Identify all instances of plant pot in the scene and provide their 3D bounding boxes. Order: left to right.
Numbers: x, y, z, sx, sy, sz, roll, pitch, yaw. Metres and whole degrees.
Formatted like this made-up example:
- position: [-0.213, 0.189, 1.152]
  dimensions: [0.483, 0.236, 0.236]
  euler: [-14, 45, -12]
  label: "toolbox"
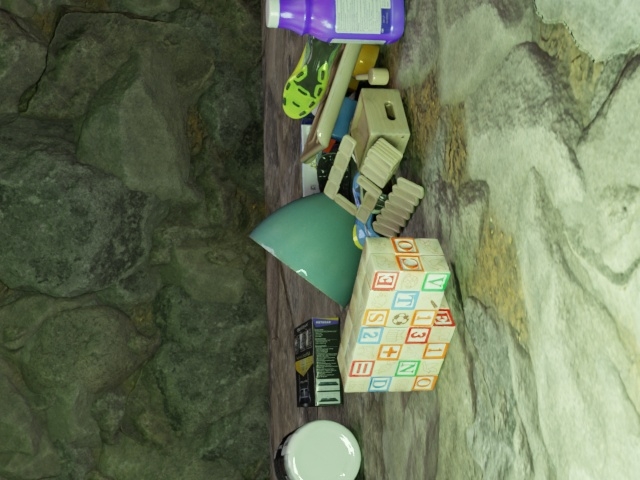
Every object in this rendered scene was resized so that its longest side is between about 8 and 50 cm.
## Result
- position: [0.000, 0.000, 2.056]
  dimensions: [0.195, 0.290, 0.290]
  euler: [-53, 13, -2]
  label: "plant pot"

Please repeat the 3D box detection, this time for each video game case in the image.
- position: [-0.021, -0.222, 2.395]
  dimensions: [0.269, 0.061, 0.244]
  euler: [-88, -4, -75]
  label: "video game case"

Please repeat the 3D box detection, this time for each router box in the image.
- position: [-0.011, 0.359, 2.477]
  dimensions: [0.309, 0.081, 0.243]
  euler: [135, 133, -74]
  label: "router box"

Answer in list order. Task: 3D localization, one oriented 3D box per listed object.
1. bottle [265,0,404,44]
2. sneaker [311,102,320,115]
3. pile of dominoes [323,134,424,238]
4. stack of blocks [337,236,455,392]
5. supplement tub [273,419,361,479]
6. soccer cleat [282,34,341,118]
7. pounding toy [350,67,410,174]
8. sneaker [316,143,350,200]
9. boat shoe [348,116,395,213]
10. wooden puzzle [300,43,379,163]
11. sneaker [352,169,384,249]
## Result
- position: [0.030, -0.468, 1.764]
  dimensions: [0.092, 0.282, 0.118]
  euler: [164, 104, -78]
  label: "bottle"
- position: [0.005, -0.418, 2.261]
  dimensions: [0.115, 0.090, 0.232]
  euler: [-62, -12, -50]
  label: "sneaker"
- position: [0.113, -0.111, 1.747]
  dimensions: [0.040, 0.196, 0.251]
  euler: [-48, -9, -26]
  label: "pile of dominoes"
- position: [0.141, 0.135, 1.495]
  dimensions: [0.087, 0.171, 0.297]
  euler: [-103, 18, -48]
  label: "stack of blocks"
- position: [-0.018, 0.577, 2.231]
  dimensions: [0.316, 0.193, 0.194]
  euler: [124, 145, -69]
  label: "supplement tub"
- position: [-0.006, -0.417, 2.001]
  dimensions: [0.289, 0.093, 0.121]
  euler: [-66, -5, 29]
  label: "soccer cleat"
- position: [0.128, -0.269, 1.748]
  dimensions: [0.206, 0.094, 0.181]
  euler: [106, 160, -53]
  label: "pounding toy"
- position: [0.042, -0.113, 2.247]
  dimensions: [0.124, 0.107, 0.283]
  euler: [-70, -12, -63]
  label: "sneaker"
- position: [0.117, -0.179, 1.856]
  dimensions: [0.079, 0.084, 0.233]
  euler: [124, 140, -62]
  label: "boat shoe"
- position: [0.052, -0.343, 2.013]
  dimensions: [0.348, 0.080, 0.322]
  euler: [155, 134, -82]
  label: "wooden puzzle"
- position: [0.119, -0.081, 1.909]
  dimensions: [0.082, 0.069, 0.209]
  euler: [-27, 52, 46]
  label: "sneaker"
